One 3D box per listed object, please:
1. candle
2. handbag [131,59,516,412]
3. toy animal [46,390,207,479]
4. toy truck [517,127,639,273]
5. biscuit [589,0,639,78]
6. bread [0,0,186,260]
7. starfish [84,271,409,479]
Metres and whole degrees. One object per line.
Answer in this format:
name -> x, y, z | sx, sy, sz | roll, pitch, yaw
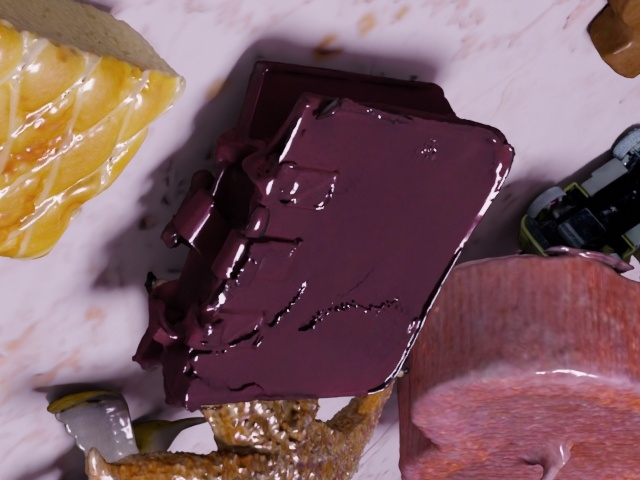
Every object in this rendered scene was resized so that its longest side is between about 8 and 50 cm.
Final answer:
candle -> 0.196, 0.131, 1.308 | 0.287, 0.131, 0.317 | 1, 154, -4
handbag -> -0.002, -0.002, 0.991 | 0.216, 0.074, 0.203 | 2, 119, -49
toy animal -> -0.125, 0.173, 1.126 | 0.155, 0.095, 0.219 | -16, 146, -34
toy truck -> 0.246, -0.017, 1.340 | 0.191, 0.085, 0.116 | -34, 158, -18
biscuit -> 0.300, -0.228, 1.116 | 0.301, 0.043, 0.278 | -48, 154, 17
bread -> -0.158, -0.057, 0.736 | 0.125, 0.068, 0.188 | -48, 154, 16
starfish -> -0.037, 0.124, 1.092 | 0.302, 0.060, 0.299 | 31, 75, -54
